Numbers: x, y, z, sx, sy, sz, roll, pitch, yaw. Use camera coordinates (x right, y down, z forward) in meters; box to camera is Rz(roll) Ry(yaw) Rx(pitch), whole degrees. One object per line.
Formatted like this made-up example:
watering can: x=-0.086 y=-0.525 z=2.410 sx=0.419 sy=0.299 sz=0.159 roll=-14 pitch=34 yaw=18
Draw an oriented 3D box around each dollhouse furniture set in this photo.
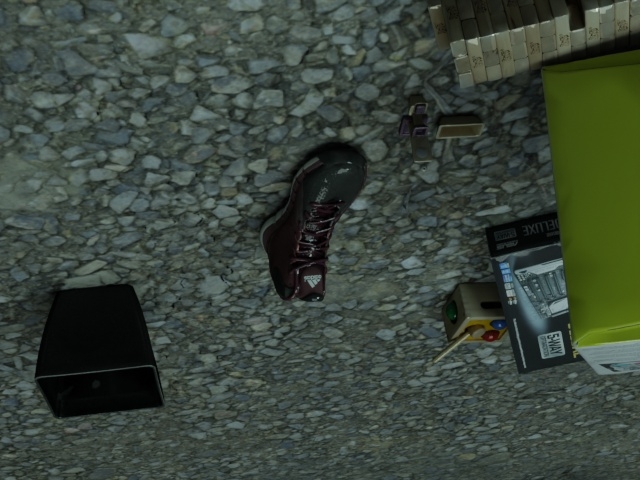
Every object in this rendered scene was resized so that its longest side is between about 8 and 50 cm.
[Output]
dollhouse furniture set: x=0.173 y=-0.140 z=1.480 sx=0.114 sy=0.081 sz=0.091 roll=-4 pitch=151 yaw=-9

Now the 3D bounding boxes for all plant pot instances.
plant pot: x=-0.364 y=0.179 z=1.825 sx=0.187 sy=0.167 sz=0.188 roll=-5 pitch=150 yaw=-5

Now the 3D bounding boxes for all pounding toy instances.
pounding toy: x=0.281 y=0.152 z=2.017 sx=0.141 sy=0.100 sz=0.130 roll=-1 pitch=150 yaw=-14

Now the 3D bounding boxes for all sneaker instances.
sneaker: x=0.000 y=0.000 z=1.603 sx=0.106 sy=0.163 sz=0.281 roll=4 pitch=149 yaw=-22

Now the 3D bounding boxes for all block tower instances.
block tower: x=0.296 y=-0.271 z=1.267 sx=0.335 sy=0.097 sz=0.091 roll=-12 pitch=150 yaw=9

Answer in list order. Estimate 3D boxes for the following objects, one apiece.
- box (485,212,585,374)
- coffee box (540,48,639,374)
box: x=0.426 y=0.084 z=1.865 sx=0.242 sy=0.077 sz=0.307 roll=-12 pitch=132 yaw=9
coffee box: x=0.471 y=-0.034 z=1.333 sx=0.338 sy=0.338 sz=0.334 roll=-8 pitch=166 yaw=18
